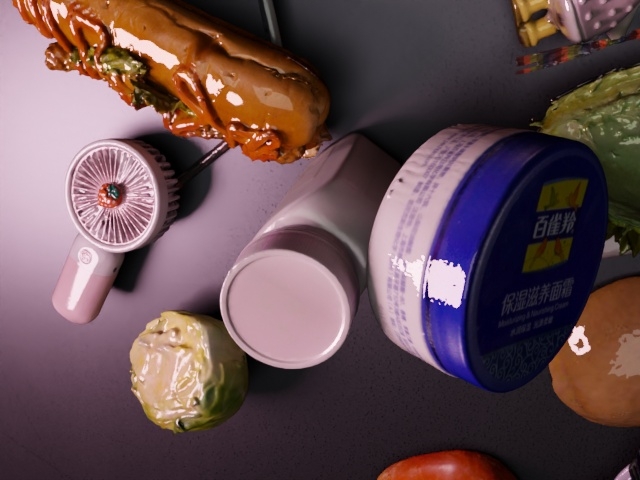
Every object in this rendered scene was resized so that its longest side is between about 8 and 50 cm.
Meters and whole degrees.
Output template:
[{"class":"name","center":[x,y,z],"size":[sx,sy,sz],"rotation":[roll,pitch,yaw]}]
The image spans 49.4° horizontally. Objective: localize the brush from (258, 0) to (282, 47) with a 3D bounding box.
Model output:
[{"class":"brush","center":[-0.056,-0.328,0.686],"size":[0.060,0.068,0.296],"rotation":[-15,113,-6]}]

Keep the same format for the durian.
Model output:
[{"class":"durian","center":[0.360,-0.071,0.585],"size":[0.395,0.163,0.197],"rotation":[0,104,23]}]

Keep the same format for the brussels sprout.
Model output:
[{"class":"brussels sprout","center":[-0.151,0.159,0.859],"size":[0.149,0.122,0.151],"rotation":[-43,63,17]}]

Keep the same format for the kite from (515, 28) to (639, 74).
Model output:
[{"class":"kite","center":[0.298,-0.190,0.630],"size":[0.245,0.006,0.198],"rotation":[-11,142,0]}]

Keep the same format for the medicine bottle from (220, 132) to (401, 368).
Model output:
[{"class":"medicine bottle","center":[0.000,0.000,0.666],"size":[0.111,0.296,0.161],"rotation":[37,113,-3]}]

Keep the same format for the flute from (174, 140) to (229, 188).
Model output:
[{"class":"flute","center":[-0.173,-0.066,0.830],"size":[0.270,0.014,0.014],"rotation":[-35,101,21]}]

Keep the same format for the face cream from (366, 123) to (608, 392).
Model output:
[{"class":"face cream","center":[0.135,0.010,0.567],"size":[0.111,0.206,0.205],"rotation":[23,119,41]}]

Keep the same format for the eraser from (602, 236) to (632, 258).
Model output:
[{"class":"eraser","center":[0.317,-0.033,0.717],"size":[0.352,0.061,0.089],"rotation":[-11,106,14]}]

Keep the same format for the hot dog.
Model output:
[{"class":"hot dog","center":[-0.149,-0.171,0.700],"size":[0.349,0.158,0.117],"rotation":[26,86,2]}]

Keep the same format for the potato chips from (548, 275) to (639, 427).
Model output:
[{"class":"potato chips","center":[0.363,0.136,0.775],"size":[0.208,0.062,0.195],"rotation":[-7,107,16]}]

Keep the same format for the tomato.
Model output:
[{"class":"tomato","center":[0.172,0.387,0.892],"size":[0.237,0.095,0.236],"rotation":[4,112,10]}]

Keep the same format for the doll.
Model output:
[{"class":"doll","center":[0.277,-0.241,0.632],"size":[0.207,0.081,0.129],"rotation":[-22,134,16]}]

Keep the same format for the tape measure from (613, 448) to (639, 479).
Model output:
[{"class":"tape measure","center":[0.424,0.334,0.815],"size":[0.196,0.105,0.178],"rotation":[27,113,2]}]

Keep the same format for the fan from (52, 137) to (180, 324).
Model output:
[{"class":"fan","center":[-0.254,-0.006,0.821],"size":[0.130,0.074,0.244],"rotation":[32,109,12]}]
